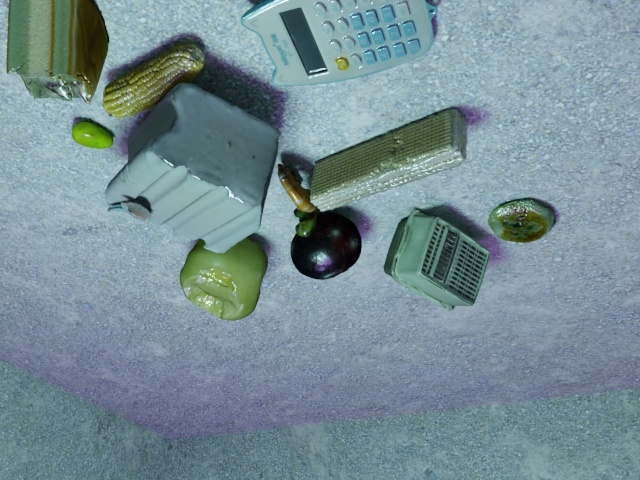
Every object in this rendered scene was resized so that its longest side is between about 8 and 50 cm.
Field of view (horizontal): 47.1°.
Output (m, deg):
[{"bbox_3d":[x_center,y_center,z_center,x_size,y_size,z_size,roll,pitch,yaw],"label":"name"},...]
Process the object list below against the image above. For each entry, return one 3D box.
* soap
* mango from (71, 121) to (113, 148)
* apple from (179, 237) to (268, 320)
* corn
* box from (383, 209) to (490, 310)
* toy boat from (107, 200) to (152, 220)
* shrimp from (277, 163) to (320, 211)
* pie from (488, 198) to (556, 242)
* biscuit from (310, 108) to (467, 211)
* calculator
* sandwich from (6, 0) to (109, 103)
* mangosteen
[{"bbox_3d":[-0.295,-0.160,1.779,0.350,0.212,0.435,26,158,-20],"label":"soap"},{"bbox_3d":[-0.587,-0.268,1.893,0.108,0.056,0.073,19,151,-23],"label":"mango"},{"bbox_3d":[-0.288,0.104,2.252,0.279,0.279,0.279,5,148,3],"label":"apple"},{"bbox_3d":[-0.380,-0.364,1.671,0.292,0.101,0.101,-22,138,32],"label":"corn"},{"bbox_3d":[0.330,0.060,2.095,0.291,0.220,0.166,30,163,-32],"label":"box"},{"bbox_3d":[-0.474,-0.074,1.814,0.122,0.034,0.096,6,158,48],"label":"toy boat"},{"bbox_3d":[-0.052,-0.129,1.962,0.068,0.150,0.249,-31,158,9],"label":"shrimp"},{"bbox_3d":[0.558,-0.051,2.043,0.187,0.041,0.186,6,148,3],"label":"pie"},{"bbox_3d":[0.161,-0.189,1.805,0.426,0.144,0.078,-19,138,33],"label":"biscuit"},{"bbox_3d":[0.049,-0.437,1.518,0.387,0.054,0.256,-7,145,18],"label":"calculator"},{"bbox_3d":[-0.555,-0.418,1.519,0.155,0.198,0.227,3,148,7],"label":"sandwich"},{"bbox_3d":[0.009,0.006,2.103,0.216,0.216,0.216,5,148,3],"label":"mangosteen"}]
